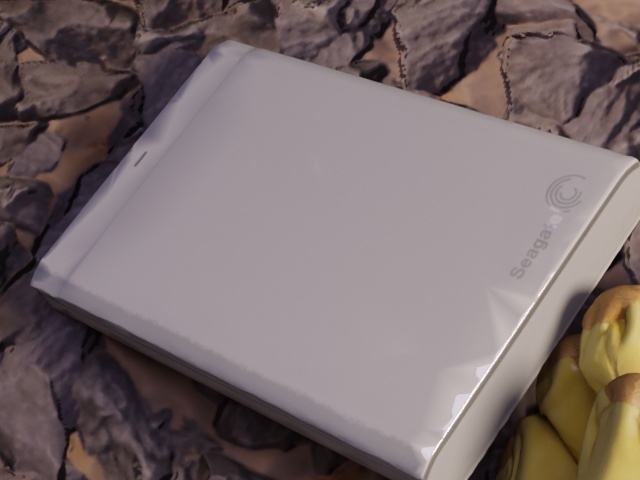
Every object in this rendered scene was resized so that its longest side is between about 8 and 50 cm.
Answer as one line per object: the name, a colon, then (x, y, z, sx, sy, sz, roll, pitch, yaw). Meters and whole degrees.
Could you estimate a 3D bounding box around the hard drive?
hard drive: (0.000, 0.000, 0.863, 0.308, 0.040, 0.203, 21, 67, 40)

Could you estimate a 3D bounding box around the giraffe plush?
giraffe plush: (0.192, 0.147, 0.765, 0.171, 0.181, 0.210, 16, 54, -8)
